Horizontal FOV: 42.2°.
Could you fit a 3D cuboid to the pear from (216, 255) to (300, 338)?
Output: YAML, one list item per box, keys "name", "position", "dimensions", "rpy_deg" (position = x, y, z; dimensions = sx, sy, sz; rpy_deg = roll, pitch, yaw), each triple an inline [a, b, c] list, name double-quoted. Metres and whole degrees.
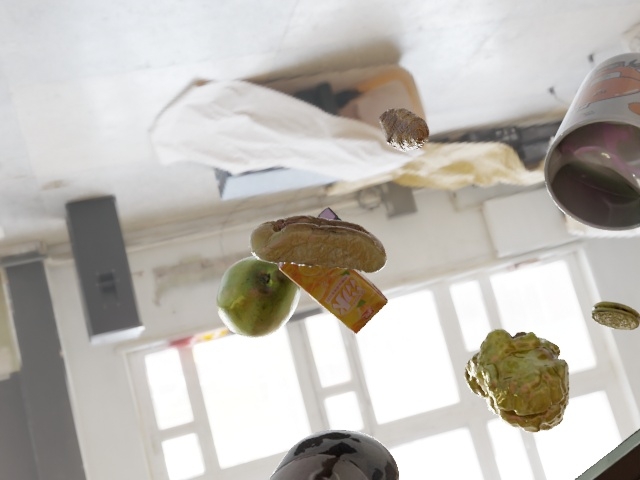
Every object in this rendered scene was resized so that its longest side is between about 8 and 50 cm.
- name: "pear"
  position: [-0.134, 0.119, 1.817]
  dimensions: [0.187, 0.188, 0.219]
  rpy_deg: [-10, 167, -30]

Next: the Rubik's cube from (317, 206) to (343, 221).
- name: "Rubik's cube"
  position: [0.017, 0.037, 1.949]
  dimensions: [0.154, 0.151, 0.155]
  rpy_deg: [-41, 169, -5]

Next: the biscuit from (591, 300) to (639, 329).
- name: "biscuit"
  position: [0.518, 0.133, 1.455]
  dimensions: [0.083, 0.023, 0.084]
  rpy_deg: [19, 159, 7]

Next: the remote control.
- name: "remote control"
  position: [0.011, 0.453, 1.466]
  dimensions: [0.221, 0.104, 0.332]
  rpy_deg: [13, -149, 20]

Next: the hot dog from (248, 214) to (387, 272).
- name: "hot dog"
  position: [0.000, 0.000, 1.415]
  dimensions: [0.242, 0.073, 0.084]
  rpy_deg: [7, -159, -13]

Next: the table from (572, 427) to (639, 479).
- name: "table"
  position: [0.575, 0.458, 1.519]
  dimensions: [0.240, 0.121, 0.111]
  rpy_deg: [-44, -169, 14]

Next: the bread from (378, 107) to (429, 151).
- name: "bread"
  position: [0.227, -0.284, 2.176]
  dimensions: [0.076, 0.105, 0.233]
  rpy_deg: [25, -171, -28]

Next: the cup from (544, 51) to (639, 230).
- name: "cup"
  position: [0.531, -0.188, 1.453]
  dimensions: [0.212, 0.212, 0.317]
  rpy_deg: [-24, -161, 40]

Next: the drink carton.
- name: "drink carton"
  position: [0.019, 0.075, 1.593]
  dimensions: [0.096, 0.223, 0.071]
  rpy_deg: [-46, -154, 5]

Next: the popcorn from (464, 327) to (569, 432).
- name: "popcorn"
  position: [0.373, 0.272, 1.584]
  dimensions: [0.203, 0.201, 0.226]
  rpy_deg: [8, -147, 18]
